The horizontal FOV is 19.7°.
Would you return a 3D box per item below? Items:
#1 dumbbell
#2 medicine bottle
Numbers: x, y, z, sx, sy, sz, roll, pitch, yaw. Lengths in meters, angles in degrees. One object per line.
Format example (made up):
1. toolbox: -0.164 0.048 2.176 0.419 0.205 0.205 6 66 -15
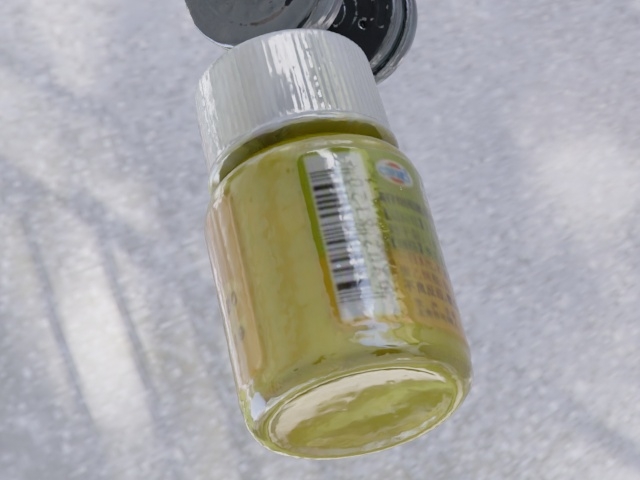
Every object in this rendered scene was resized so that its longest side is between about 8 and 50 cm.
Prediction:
1. dumbbell: -0.019 -0.276 2.093 0.185 0.388 0.185 -3 82 23
2. medicine bottle: 0.000 0.000 1.787 0.224 0.224 0.384 -36 54 33
